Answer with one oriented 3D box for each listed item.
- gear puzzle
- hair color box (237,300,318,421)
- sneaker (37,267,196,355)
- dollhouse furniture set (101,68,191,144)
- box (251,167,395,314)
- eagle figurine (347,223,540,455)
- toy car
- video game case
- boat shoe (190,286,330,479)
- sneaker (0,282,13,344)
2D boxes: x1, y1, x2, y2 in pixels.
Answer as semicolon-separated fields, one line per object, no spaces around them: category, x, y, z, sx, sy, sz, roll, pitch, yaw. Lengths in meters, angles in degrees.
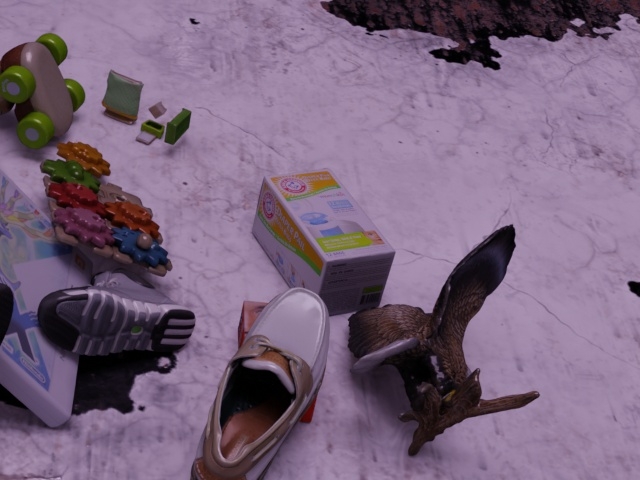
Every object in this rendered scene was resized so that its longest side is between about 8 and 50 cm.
gear puzzle;-0.299;-0.065;1.900;0.175;0.044;0.339;21;19;-26
hair color box;-0.056;0.152;1.745;0.093;0.053;0.167;6;36;-10
sneaker;-0.279;0.081;1.725;0.229;0.086;0.132;13;19;-45
dollhouse furniture set;-0.280;-0.197;2.116;0.152;0.076;0.058;23;36;11
box;0.000;0.000;1.923;0.114;0.103;0.203;-8;41;-28
eagle figurine;0.148;0.122;1.751;0.226;0.225;0.298;1;48;-1
toy car;-0.479;-0.216;2.067;0.188;0.149;0.155;-8;27;19
video game case;-0.398;0.020;1.636;0.036;0.329;0.300;-29;33;18
boat shoe;-0.058;0.168;1.608;0.113;0.103;0.302;21;55;1
sneaker;-0.451;0.137;1.450;0.145;0.090;0.270;23;70;19
